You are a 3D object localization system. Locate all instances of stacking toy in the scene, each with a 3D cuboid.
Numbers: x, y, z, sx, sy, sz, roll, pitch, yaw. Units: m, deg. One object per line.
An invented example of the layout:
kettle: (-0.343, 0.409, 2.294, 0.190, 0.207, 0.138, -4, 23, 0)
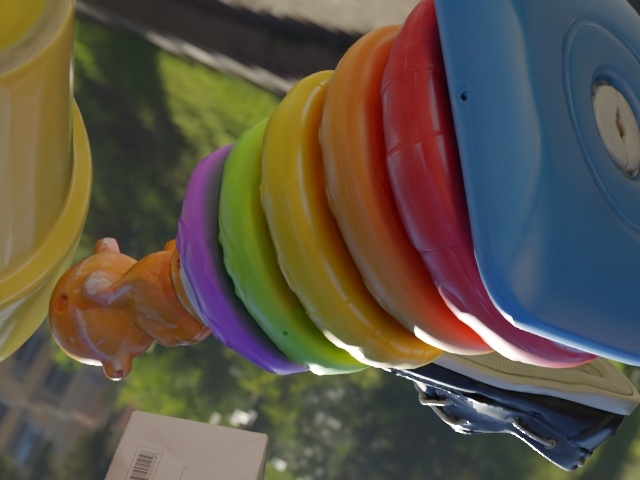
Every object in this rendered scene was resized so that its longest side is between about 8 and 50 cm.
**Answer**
stacking toy: (0.000, 0.000, 0.856, 0.302, 0.175, 0.166, -21, 158, 32)

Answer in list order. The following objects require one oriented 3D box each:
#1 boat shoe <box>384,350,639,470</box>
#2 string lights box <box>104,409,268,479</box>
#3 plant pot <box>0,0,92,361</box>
boat shoe: (0.096, 0.088, 1.235, 0.233, 0.079, 0.084, 22, -153, -35)
string lights box: (-0.085, 0.233, 1.031, 0.077, 0.259, 0.133, 10, -146, 5)
plant pot: (-0.237, -0.077, 1.079, 0.254, 0.254, 0.239, 28, 143, -2)
